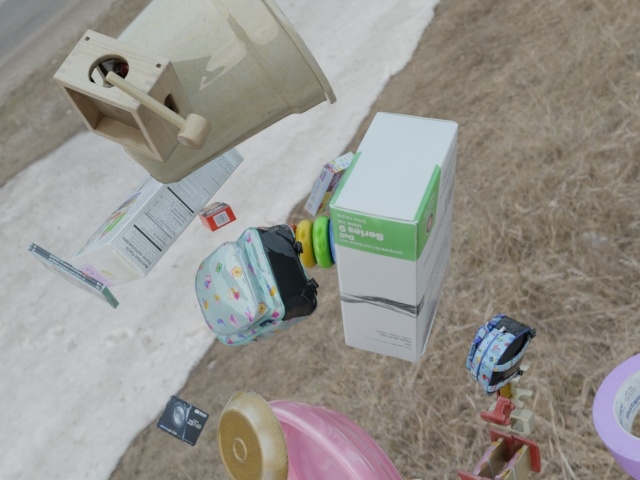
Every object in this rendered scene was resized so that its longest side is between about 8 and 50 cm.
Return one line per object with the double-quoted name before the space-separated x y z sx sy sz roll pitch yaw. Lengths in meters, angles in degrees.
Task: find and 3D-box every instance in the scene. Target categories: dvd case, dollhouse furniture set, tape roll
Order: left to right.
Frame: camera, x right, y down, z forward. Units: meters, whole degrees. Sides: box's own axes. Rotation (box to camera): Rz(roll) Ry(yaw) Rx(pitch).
"dvd case" -0.334 0.049 0.981 0.119 0.087 0.013 30 71 8
"dollhouse furniture set" 0.474 0.529 1.960 0.152 0.374 0.201 7 30 40
"tape roll" 0.682 0.339 1.407 0.274 0.090 0.275 -30 28 18

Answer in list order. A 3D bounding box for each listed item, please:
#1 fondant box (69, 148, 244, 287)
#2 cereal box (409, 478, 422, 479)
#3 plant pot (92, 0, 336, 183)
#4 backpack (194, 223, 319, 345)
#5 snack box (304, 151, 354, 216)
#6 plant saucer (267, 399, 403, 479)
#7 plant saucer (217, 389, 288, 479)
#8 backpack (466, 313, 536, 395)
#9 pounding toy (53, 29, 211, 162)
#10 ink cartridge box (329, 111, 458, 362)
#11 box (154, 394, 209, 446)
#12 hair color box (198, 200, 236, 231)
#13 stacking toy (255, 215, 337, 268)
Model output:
"fondant box" -0.329 -0.062 1.450 0.238 0.096 0.330 -14 33 53
"cereal box" 0.141 0.657 1.687 0.240 0.173 0.047 5 8 -32
"plant pot" -0.194 -0.264 1.149 0.305 0.334 0.334 -38 37 2
"backpack" -0.115 0.081 1.143 0.144 0.166 0.188 -11 -19 -39
"snack box" 0.027 -0.128 1.661 0.037 0.141 0.100 42 46 16
"plant saucer" 0.021 0.366 1.033 0.084 0.332 0.332 -29 33 -33
"plant saucer" -0.054 0.154 0.534 0.015 0.083 0.083 -7 21 -40
"backpack" 0.407 0.272 1.691 0.117 0.158 0.173 28 35 30
"pounding toy" -0.214 -0.185 0.903 0.206 0.181 0.094 23 70 15
"ink cartridge box" 0.110 0.000 1.025 0.121 0.289 0.211 11 47 18
"box" -0.263 0.344 1.376 0.018 0.083 0.067 -32 28 59
"hair color box" -0.269 -0.064 1.860 0.072 0.043 0.141 -29 16 -14
"stacking toy" 0.000 0.000 1.438 0.330 0.141 0.141 -4 40 10
